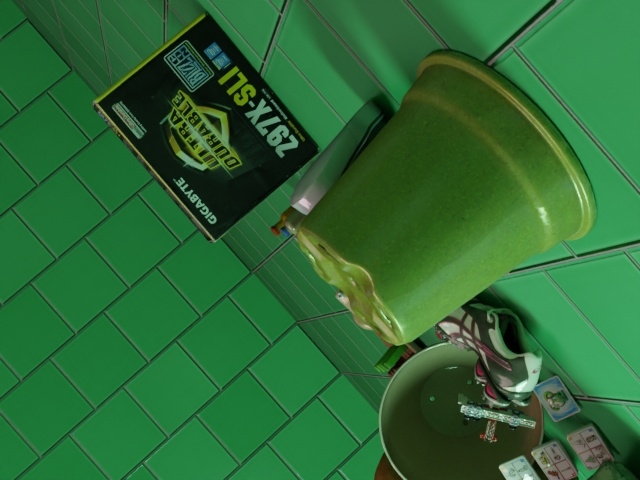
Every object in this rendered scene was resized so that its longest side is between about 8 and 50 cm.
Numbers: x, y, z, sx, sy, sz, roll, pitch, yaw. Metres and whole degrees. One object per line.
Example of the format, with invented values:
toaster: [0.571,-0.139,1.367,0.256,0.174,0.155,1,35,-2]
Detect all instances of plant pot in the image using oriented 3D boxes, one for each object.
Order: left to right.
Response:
plant pot: [0.120,-0.028,1.167,0.276,0.254,0.276,47,170,11]
plant pot: [0.249,0.311,1.872,0.284,0.284,0.191,48,-176,1]

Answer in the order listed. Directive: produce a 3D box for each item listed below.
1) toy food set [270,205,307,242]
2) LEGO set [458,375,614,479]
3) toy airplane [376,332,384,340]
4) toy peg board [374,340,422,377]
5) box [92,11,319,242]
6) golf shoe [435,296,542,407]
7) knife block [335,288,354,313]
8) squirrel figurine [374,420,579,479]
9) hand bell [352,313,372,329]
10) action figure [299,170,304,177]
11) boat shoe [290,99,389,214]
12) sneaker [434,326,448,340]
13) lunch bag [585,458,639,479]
toy food set: [0.000,0.000,2.135,0.232,0.104,0.111,44,169,21]
LEGO set: [0.352,0.300,1.732,0.244,0.183,0.060,55,-157,-12]
toy airplane: [0.161,0.223,2.490,0.151,0.028,0.151,45,169,11]
toy peg board: [0.205,0.299,2.376,0.161,0.079,0.161,41,166,0]
box: [-0.200,-0.198,1.827,0.322,0.257,0.079,51,168,-8]
golf shoe: [0.267,0.138,1.651,0.272,0.105,0.120,56,138,37]
knife block: [0.154,0.058,1.851,0.088,0.242,0.275,41,122,29]
squirrel figurine: [0.293,0.495,2.074,0.371,0.280,0.397,16,-162,4]
hand bell: [0.064,0.058,1.962,0.126,0.126,0.242,38,171,45]
action figure: [0.048,-0.040,1.917,0.232,0.063,0.137,42,166,47]
boat shoe: [0.050,-0.092,1.338,0.102,0.108,0.301,41,-155,-4]
sneaker: [0.238,0.138,1.851,0.075,0.057,0.161,21,154,32]
lunch bag: [0.457,0.516,1.638,0.212,0.256,0.305,45,180,25]
